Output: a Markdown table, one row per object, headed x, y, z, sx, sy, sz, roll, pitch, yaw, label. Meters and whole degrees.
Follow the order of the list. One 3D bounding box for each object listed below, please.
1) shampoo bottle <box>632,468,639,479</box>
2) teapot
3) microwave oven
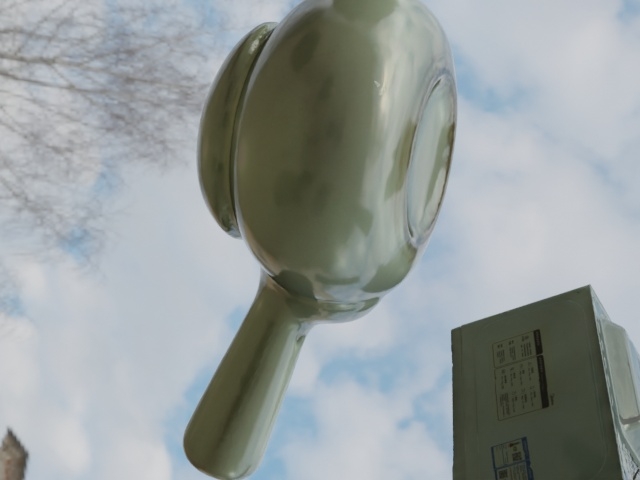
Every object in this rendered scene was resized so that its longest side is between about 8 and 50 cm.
| x | y | z | sx | sy | sz | roll | pitch | yaw | label |
| --- | --- | --- | --- | --- | --- | --- | --- | --- | --- |
| 0.217 | 0.177 | 0.418 | 0.214 | 0.072 | 0.072 | -108 | -141 | -62 | shampoo bottle |
| -0.012 | -0.008 | 0.601 | 0.149 | 0.220 | 0.318 | 12 | -109 | 21 | teapot |
| 0.203 | 0.168 | 0.815 | 0.162 | 0.122 | 0.208 | -20 | -141 | 24 | microwave oven |
